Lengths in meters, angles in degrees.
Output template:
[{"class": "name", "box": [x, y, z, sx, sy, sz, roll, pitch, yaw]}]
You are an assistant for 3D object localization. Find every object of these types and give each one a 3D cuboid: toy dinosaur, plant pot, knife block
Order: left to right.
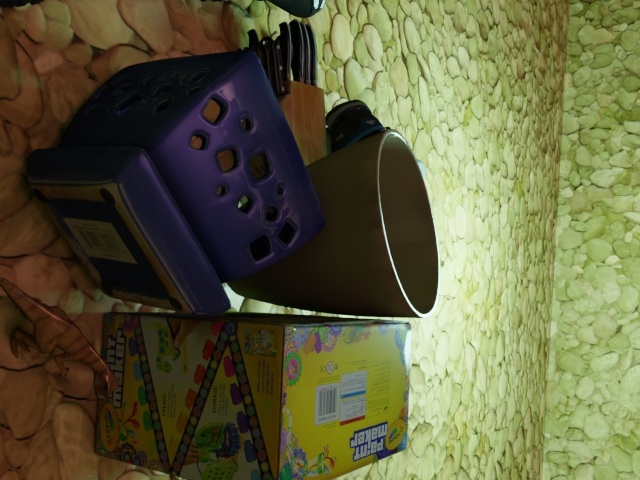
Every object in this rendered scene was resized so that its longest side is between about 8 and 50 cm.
[{"class": "toy dinosaur", "box": [-0.281, 0.082, 0.662, 0.211, 0.112, 0.064, 57, 46, -38]}, {"class": "plant pot", "box": [-0.170, -0.056, 0.736, 0.212, 0.236, 0.235, -50, 130, -35]}, {"class": "knife block", "box": [-0.043, -0.201, 1.044, 0.275, 0.088, 0.242, 57, 46, -38]}, {"class": "plant pot", "box": [0.000, 0.000, 0.920, 0.256, 0.274, 0.256, -11, 90, -67]}]

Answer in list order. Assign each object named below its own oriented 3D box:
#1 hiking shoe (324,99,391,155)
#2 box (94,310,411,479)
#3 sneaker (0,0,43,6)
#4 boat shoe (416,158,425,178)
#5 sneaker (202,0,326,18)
[{"class": "hiking shoe", "box": [0.064, -0.081, 1.108, 0.113, 0.132, 0.304, -22, 135, -17]}, {"class": "box", "box": [-0.074, 0.181, 0.822, 0.290, 0.279, 0.176, 9, 82, -56]}, {"class": "sneaker", "box": [-0.338, -0.317, 0.573, 0.182, 0.158, 0.410, 61, 35, -9]}, {"class": "boat shoe", "box": [0.113, -0.114, 1.294, 0.226, 0.076, 0.083, -17, 113, -39]}, {"class": "sneaker", "box": [-0.127, -0.384, 0.910, 0.341, 0.125, 0.139, 17, 82, -46]}]
